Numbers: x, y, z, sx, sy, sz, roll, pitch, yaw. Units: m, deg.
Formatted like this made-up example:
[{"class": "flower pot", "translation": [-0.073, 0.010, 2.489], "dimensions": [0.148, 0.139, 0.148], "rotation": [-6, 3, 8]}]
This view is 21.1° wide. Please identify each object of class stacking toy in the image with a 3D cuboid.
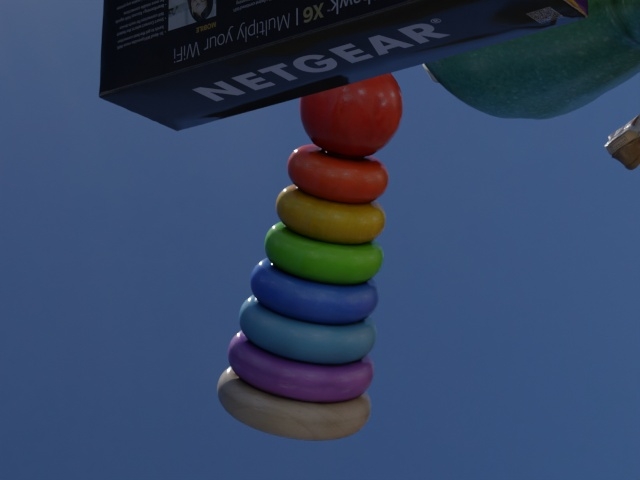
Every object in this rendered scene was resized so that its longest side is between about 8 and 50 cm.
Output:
[{"class": "stacking toy", "translation": [0.000, 0.000, 1.505], "dimensions": [0.141, 0.141, 0.330], "rotation": [-11, -66, -54]}]

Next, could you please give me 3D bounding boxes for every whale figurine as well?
[{"class": "whale figurine", "translation": [0.168, -0.142, 1.131], "dimensions": [0.216, 0.272, 0.141], "rotation": [-1, -78, -30]}]

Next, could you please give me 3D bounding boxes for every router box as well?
[{"class": "router box", "translation": [0.006, -0.219, 1.042], "dimensions": [0.081, 0.309, 0.242], "rotation": [23, -117, -50]}]

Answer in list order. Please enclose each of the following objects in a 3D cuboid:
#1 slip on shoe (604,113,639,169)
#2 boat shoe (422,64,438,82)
[{"class": "slip on shoe", "translation": [0.365, -0.115, 2.002], "dimensions": [0.041, 0.051, 0.135], "rotation": [52, -159, -1]}, {"class": "boat shoe", "translation": [0.131, -0.239, 1.715], "dimensions": [0.098, 0.109, 0.302], "rotation": [57, -168, -17]}]
